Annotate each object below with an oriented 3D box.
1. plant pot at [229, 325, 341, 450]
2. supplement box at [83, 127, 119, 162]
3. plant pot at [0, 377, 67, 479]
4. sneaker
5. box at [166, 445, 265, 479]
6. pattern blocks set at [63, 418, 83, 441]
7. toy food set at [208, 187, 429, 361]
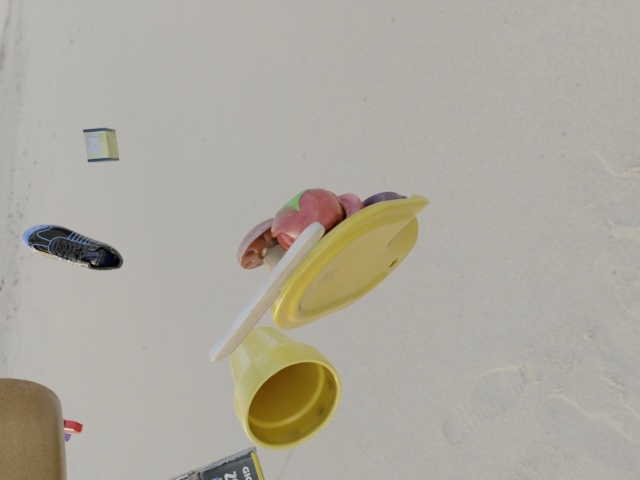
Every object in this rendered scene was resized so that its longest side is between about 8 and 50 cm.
[{"bbox_3d":[-0.113,0.341,1.332,0.239,0.254,0.253,37,119,54],"label":"plant pot"},{"bbox_3d":[-0.563,-0.245,1.378,0.083,0.056,0.083,-111,16,-81],"label":"supplement box"},{"bbox_3d":[-0.394,0.334,0.609,0.254,0.237,0.237,53,132,33],"label":"plant pot"},{"bbox_3d":[-0.596,0.020,1.309,0.091,0.232,0.081,20,92,46],"label":"sneaker"},{"bbox_3d":[-0.107,0.432,0.628,0.257,0.079,0.321,-42,63,47],"label":"box"},{"bbox_3d":[-0.698,0.377,1.149,0.285,0.325,0.026,-37,35,46],"label":"pattern blocks set"},{"bbox_3d":[0.000,0.000,0.412,0.071,0.218,0.128,46,119,21],"label":"toy food set"}]
